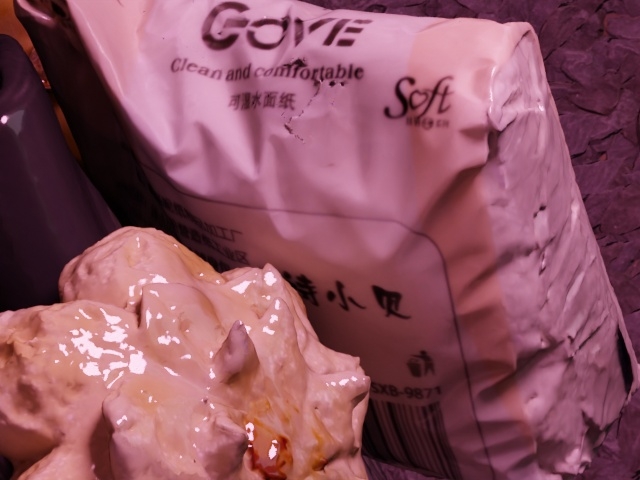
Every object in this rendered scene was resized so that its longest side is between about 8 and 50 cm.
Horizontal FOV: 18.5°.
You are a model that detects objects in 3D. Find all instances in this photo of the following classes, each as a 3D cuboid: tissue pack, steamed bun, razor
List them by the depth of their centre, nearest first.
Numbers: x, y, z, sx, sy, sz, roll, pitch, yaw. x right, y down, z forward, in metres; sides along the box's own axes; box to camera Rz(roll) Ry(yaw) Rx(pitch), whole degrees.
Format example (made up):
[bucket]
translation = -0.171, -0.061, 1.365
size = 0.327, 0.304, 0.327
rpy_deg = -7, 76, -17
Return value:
[steamed bun]
translation = -0.048, 0.124, 1.065
size = 0.295, 0.137, 0.292
rpy_deg = 57, 36, -24
[razor]
translation = -0.150, 0.044, 1.207
size = 0.349, 0.113, 0.204
rpy_deg = 61, 0, -23
[tissue pack]
translation = 0.000, 0.000, 1.278
size = 0.195, 0.376, 0.390
rpy_deg = -57, 144, -36

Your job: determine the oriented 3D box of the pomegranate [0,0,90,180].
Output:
[pomegranate]
translation = -0.169, -0.126, 1.474
size = 0.233, 0.233, 0.233
rpy_deg = 60, 5, -8
